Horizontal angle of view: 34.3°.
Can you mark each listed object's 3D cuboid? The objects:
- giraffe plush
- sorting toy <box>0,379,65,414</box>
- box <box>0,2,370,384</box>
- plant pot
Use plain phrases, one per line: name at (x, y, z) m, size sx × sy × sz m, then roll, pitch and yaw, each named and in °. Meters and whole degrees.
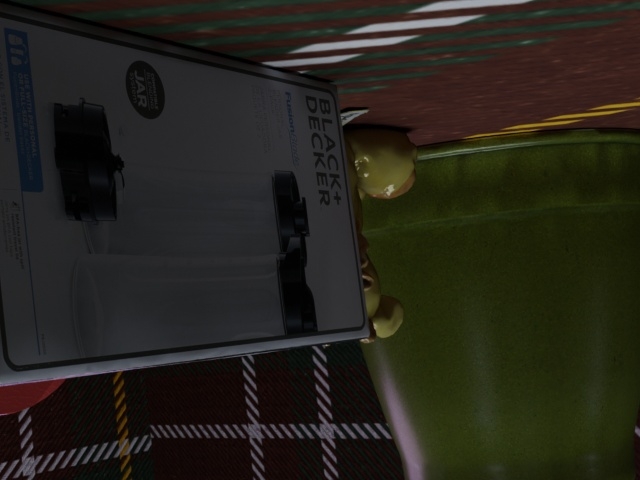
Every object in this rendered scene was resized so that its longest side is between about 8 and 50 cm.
giraffe plush at (0.000, 0.000, 0.836) m, size 0.182 × 0.170 × 0.210 m, roll -5°, pitch 176°, yaw -12°
sorting toy at (-0.281, -0.008, 0.558) m, size 0.126 × 0.127 × 0.366 m, roll 25°, pitch 176°, yaw 36°
box at (-0.092, -0.016, 0.554) m, size 0.087 × 0.169 × 0.290 m, roll -11°, pitch 172°, yaw 33°
plant pot at (0.192, 0.091, 1.103) m, size 0.367 × 0.352 × 0.366 m, roll -6°, pitch 176°, yaw 0°
